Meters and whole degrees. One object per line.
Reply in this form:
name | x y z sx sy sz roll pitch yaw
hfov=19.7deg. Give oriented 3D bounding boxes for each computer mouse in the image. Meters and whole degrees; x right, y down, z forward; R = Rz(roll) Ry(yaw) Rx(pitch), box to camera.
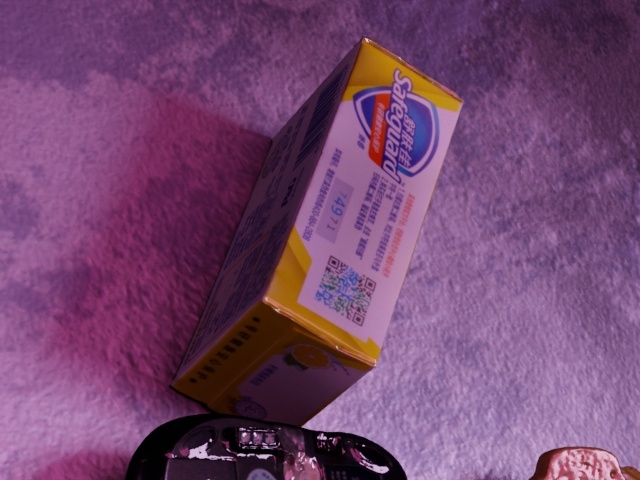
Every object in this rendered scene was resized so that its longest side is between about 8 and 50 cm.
computer mouse | -0.041 0.198 1.293 0.233 0.096 0.137 11 64 -31

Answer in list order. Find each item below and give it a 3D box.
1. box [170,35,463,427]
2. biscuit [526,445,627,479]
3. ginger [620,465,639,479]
box | 0.000 0.000 1.382 0.097 0.168 0.265 30 51 -12
biscuit | 0.201 0.276 1.403 0.144 0.040 0.236 3 74 -23
ginger | 0.294 0.262 1.473 0.205 0.115 0.081 29 31 14
